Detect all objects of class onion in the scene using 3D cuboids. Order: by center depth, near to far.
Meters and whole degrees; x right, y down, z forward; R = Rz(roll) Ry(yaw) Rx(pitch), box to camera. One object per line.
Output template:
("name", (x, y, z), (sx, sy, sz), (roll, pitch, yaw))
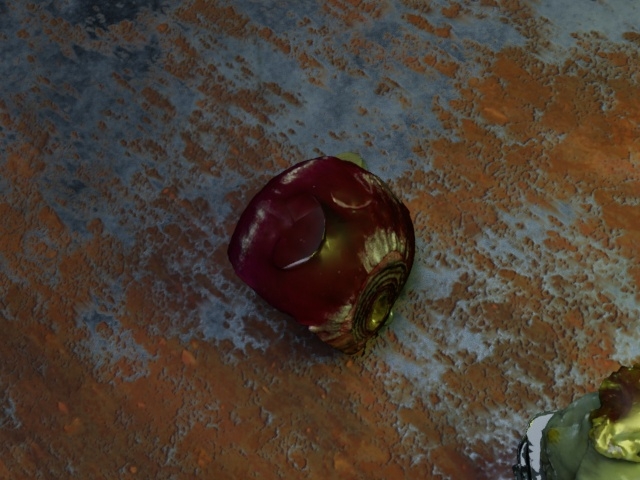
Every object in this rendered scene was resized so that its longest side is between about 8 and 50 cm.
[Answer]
("onion", (0.003, -0.005, 1.272), (0.216, 0.206, 0.207), (34, 88, 31))

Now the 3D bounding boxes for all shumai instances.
("shumai", (0.299, 0.214, 0.976), (0.184, 0.142, 0.184), (-7, 60, 12))

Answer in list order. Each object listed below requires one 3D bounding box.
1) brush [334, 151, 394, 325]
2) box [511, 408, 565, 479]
("brush", (0.057, -0.008, 1.380), (0.062, 0.027, 0.266), (-22, 59, 13))
("box", (0.329, 0.254, 1.105), (0.243, 0.135, 0.163), (-6, 62, 11))
